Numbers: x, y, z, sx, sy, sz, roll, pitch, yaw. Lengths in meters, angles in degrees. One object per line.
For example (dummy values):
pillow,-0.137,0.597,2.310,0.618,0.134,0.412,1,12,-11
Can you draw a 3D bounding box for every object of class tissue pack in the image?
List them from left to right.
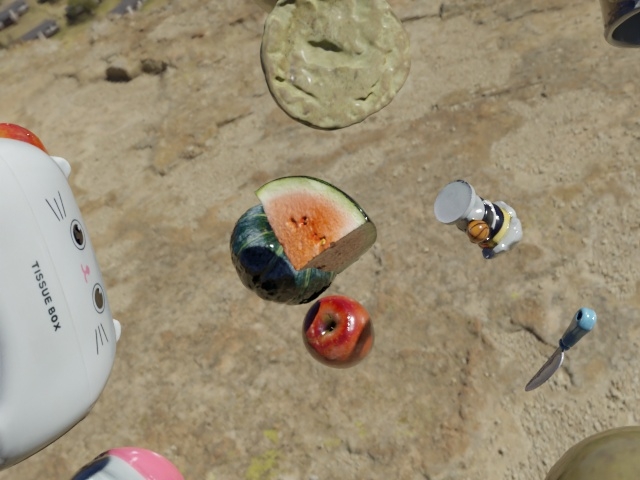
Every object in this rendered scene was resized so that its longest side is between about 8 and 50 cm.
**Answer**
tissue pack,-0.363,0.055,0.788,0.230,0.332,0.236,-2,21,25

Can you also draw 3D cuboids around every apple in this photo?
apple,0.047,0.221,1.759,0.181,0.168,0.180,-14,63,29

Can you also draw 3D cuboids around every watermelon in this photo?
watermelon,0.010,-0.018,1.094,0.193,0.145,0.137,18,95,30

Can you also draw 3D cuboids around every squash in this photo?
squash,-0.078,0.026,1.619,0.252,0.165,0.252,15,44,-15

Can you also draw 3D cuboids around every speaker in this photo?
speaker,-0.403,0.564,1.457,0.295,0.294,0.294,-16,40,13

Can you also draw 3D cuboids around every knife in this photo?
knife,0.479,0.233,1.483,0.032,0.244,0.058,21,30,-10

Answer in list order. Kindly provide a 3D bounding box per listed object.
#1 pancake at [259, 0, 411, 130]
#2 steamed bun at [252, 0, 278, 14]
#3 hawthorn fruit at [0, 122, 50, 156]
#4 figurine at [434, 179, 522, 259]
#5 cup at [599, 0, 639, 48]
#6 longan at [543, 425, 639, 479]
pancake,0.024,-0.285,1.115,0.242,0.241,0.050,-31,6,-5
steamed bun,-0.066,-0.496,1.366,0.170,0.239,0.152,-19,80,26
hawthorn fruit,-0.546,-0.078,1.317,0.211,0.299,0.211,-15,53,21
figurine,0.411,-0.043,1.856,0.133,0.236,0.176,-40,42,28
cup,0.491,-0.447,1.075,0.227,0.301,0.256,-19,79,42
longan,0.543,0.479,1.211,0.361,0.360,0.360,-16,40,13
